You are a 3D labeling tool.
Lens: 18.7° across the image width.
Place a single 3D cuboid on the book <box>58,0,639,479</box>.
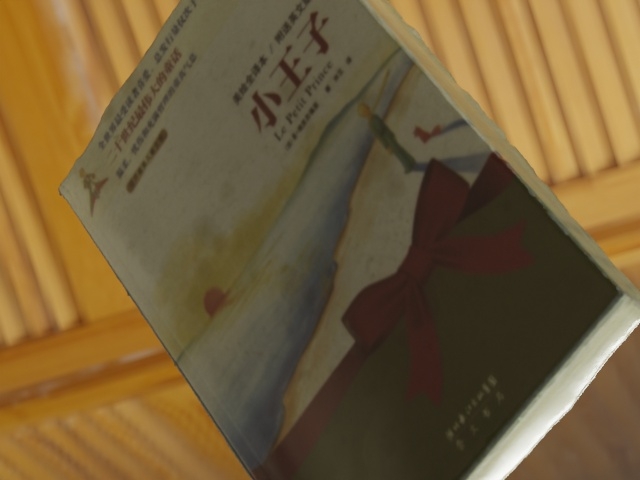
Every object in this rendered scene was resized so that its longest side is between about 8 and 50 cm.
[{"bbox_3d":[0.000,0.000,0.875,0.026,0.201,0.289,7,36,-49],"label":"book"}]
